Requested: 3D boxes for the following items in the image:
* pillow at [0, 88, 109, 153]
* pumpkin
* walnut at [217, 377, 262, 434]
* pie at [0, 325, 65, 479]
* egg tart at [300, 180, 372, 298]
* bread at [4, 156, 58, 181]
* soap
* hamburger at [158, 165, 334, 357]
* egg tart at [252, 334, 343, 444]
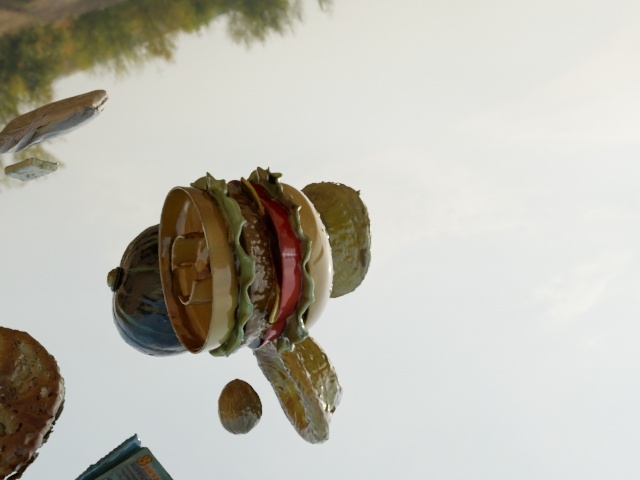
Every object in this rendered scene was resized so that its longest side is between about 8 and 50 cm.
[{"bbox_3d":[-0.562,-0.245,1.937,0.270,0.067,0.173,-19,-161,11],"label":"pillow"},{"bbox_3d":[-0.340,0.104,2.006,0.239,0.315,0.315,16,-171,-14],"label":"pumpkin"},{"bbox_3d":[-0.179,0.365,2.057,0.105,0.124,0.105,-4,-177,0],"label":"walnut"},{"bbox_3d":[-0.568,0.265,1.565,0.308,0.308,0.085,-34,174,-37],"label":"pie"},{"bbox_3d":[0.000,0.000,1.866,0.232,0.252,0.098,38,-152,30],"label":"egg tart"},{"bbox_3d":[-0.677,-0.166,2.186,0.068,0.028,0.154,15,164,-42],"label":"bread"},{"bbox_3d":[-0.255,0.445,1.412,0.156,0.077,0.293,-29,-122,-27],"label":"soap"},{"bbox_3d":[-0.096,0.031,1.331,0.212,0.274,0.274,-5,-173,-26],"label":"hamburger"},{"bbox_3d":[-0.040,0.304,2.123,0.128,0.318,0.319,-27,-164,-18],"label":"egg tart"}]
